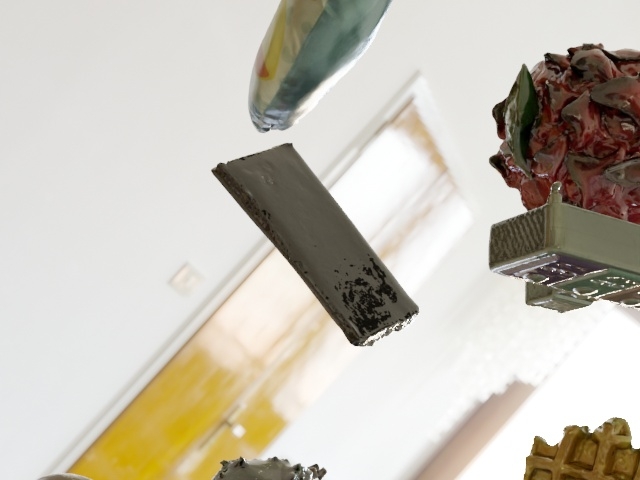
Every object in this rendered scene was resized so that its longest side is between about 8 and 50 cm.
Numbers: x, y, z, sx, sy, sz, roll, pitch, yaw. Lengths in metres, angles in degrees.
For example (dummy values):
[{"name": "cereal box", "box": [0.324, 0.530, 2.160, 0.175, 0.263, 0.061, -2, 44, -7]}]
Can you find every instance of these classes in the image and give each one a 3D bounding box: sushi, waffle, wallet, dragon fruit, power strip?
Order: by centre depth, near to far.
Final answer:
[{"name": "power strip", "box": [0.224, 0.020, 0.998, 0.215, 0.061, 0.145, 15, -20, -27]}, {"name": "waffle", "box": [0.262, 0.271, 1.183, 0.160, 0.211, 0.055, 13, -1, 26]}, {"name": "dragon fruit", "box": [0.324, -0.105, 1.316, 0.234, 0.293, 0.234, 176, -90, -72]}, {"name": "wallet", "box": [0.000, 0.001, 1.507, 0.285, 0.030, 0.146, 52, 37, 13]}, {"name": "sushi", "box": [-0.093, 0.357, 1.641, 0.287, 0.140, 0.149, -24, 92, -66]}]

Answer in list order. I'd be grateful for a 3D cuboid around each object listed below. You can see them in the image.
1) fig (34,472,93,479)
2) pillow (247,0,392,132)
[{"name": "fig", "box": [-0.240, 0.361, 1.359, 0.274, 0.145, 0.170, 42, -22, 6]}, {"name": "pillow", "box": [0.012, -0.189, 1.030, 0.086, 0.233, 0.214, 29, -36, -3]}]
